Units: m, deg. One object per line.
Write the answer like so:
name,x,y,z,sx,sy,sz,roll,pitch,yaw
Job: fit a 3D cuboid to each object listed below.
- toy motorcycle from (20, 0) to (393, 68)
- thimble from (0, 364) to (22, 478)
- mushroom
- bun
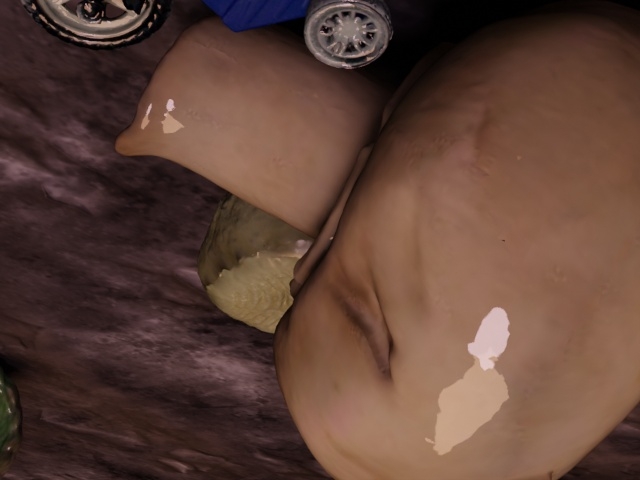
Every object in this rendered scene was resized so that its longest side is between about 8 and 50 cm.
toy motorcycle,-0.018,-0.175,0.475,0.315,0.113,0.169,-10,140,14
thimble,-0.493,0.242,1.292,0.219,0.219,0.150,27,146,-33
mushroom,0.054,-0.027,0.588,0.336,0.314,0.314,32,154,8
bun,0.000,0.000,0.797,0.195,0.118,0.195,5,159,2
